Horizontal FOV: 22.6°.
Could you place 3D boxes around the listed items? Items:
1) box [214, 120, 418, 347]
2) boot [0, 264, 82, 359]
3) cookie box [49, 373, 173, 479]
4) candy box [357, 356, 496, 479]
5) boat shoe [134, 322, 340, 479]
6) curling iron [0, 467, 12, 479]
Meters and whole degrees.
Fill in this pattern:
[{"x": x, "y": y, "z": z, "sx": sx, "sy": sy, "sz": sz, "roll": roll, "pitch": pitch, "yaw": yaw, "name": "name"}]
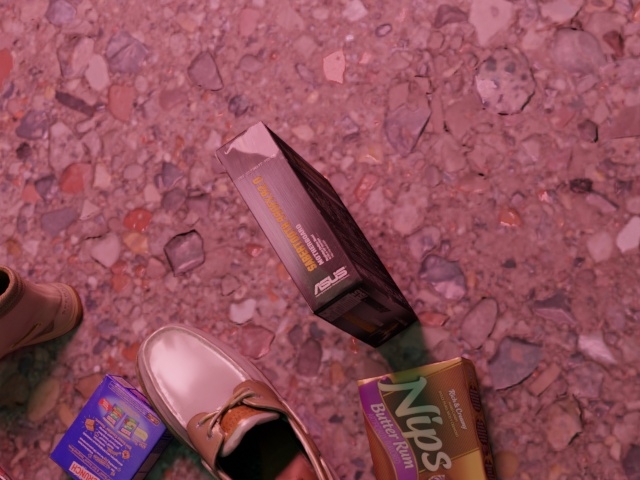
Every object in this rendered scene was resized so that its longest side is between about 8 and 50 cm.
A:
[{"x": 0.000, "y": 0.000, "z": 1.519, "sx": 0.056, "sy": 0.231, "sz": 0.183, "roll": -35, "pitch": 72, "yaw": 6, "name": "box"}, {"x": -0.375, "y": 0.088, "z": 1.664, "sx": 0.213, "sy": 0.165, "sz": 0.077, "roll": -23, "pitch": 73, "yaw": 12, "name": "boot"}, {"x": -0.213, "y": 0.208, "z": 1.655, "sx": 0.092, "sy": 0.040, "sz": 0.107, "roll": 37, "pitch": 92, "yaw": 20, "name": "cookie box"}, {"x": 0.108, "y": 0.214, "z": 1.540, "sx": 0.109, "sy": 0.053, "sz": 0.186, "roll": -14, "pitch": 77, "yaw": 16, "name": "candy box"}, {"x": -0.070, "y": 0.186, "z": 1.565, "sx": 0.113, "sy": 0.103, "sz": 0.302, "roll": -43, "pitch": 73, "yaw": -12, "name": "boat shoe"}, {"x": -0.425, "y": 0.207, "z": 1.730, "sx": 0.274, "sy": 0.035, "sz": 0.068, "roll": 42, "pitch": 95, "yaw": 20, "name": "curling iron"}]
